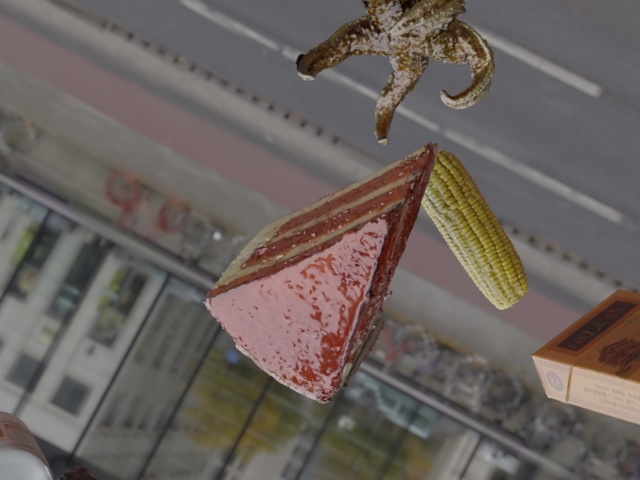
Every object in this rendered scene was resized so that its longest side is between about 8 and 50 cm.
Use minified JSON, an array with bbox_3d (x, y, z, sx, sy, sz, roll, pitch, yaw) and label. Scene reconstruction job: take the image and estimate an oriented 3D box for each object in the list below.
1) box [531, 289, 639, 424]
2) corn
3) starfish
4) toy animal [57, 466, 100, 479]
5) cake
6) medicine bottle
[{"bbox_3d":[0.424,0.153,1.892,0.274,0.174,0.076,12,129,56],"label":"box"},{"bbox_3d":[0.175,-0.014,1.740,0.203,0.072,0.072,58,177,6],"label":"corn"},{"bbox_3d":[0.057,-0.166,1.260,0.146,0.074,0.190,-15,143,21],"label":"starfish"},{"bbox_3d":[-0.287,0.384,1.708,0.106,0.343,0.168,22,-144,35],"label":"toy animal"},{"bbox_3d":[0.000,0.000,1.423,0.160,0.158,0.262,26,134,9],"label":"cake"},{"bbox_3d":[-0.218,0.155,1.028,0.057,0.057,0.089,30,179,-23],"label":"medicine bottle"}]
